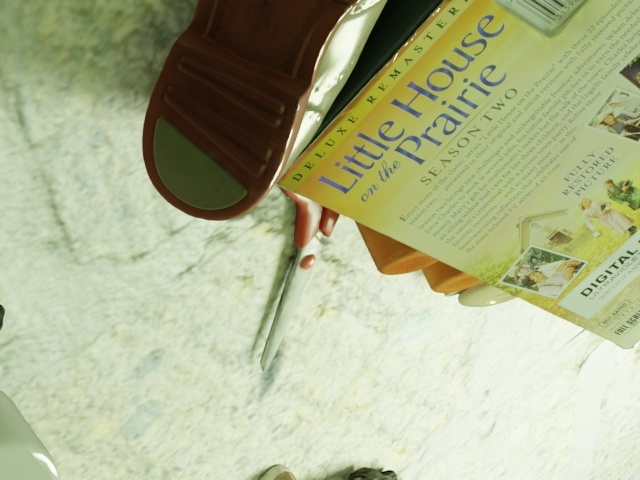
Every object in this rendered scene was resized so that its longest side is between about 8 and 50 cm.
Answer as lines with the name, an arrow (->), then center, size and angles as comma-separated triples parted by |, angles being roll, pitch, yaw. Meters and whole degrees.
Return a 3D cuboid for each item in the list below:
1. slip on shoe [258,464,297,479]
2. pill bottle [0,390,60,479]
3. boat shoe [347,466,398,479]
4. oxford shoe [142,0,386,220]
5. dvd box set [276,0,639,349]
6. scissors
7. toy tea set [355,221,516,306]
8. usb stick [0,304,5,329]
slip on shoe -> -0.066, 0.292, 1.475 | 0.135, 0.041, 0.051 | -52, 150, 12
pill bottle -> -0.252, 0.026, 0.620 | 0.176, 0.318, 0.176 | -32, 150, -22
boat shoe -> 0.048, 0.277, 1.594 | 0.056, 0.049, 0.152 | -19, 165, 18
oxford shoe -> -0.006, -0.181, 0.917 | 0.348, 0.123, 0.130 | -59, 174, 20
dvd box set -> 0.205, -0.088, 1.088 | 0.420, 0.062, 0.307 | 23, 120, -36
scissors -> 0.000, 0.000, 1.209 | 0.109, 0.021, 0.297 | -29, 146, -29
toy tea set -> 0.155, -0.036, 1.310 | 0.200, 0.124, 0.336 | -23, 162, 22
usb stick -> -0.320, 0.132, 0.946 | 0.278, 0.045, 0.077 | -46, 152, 3
